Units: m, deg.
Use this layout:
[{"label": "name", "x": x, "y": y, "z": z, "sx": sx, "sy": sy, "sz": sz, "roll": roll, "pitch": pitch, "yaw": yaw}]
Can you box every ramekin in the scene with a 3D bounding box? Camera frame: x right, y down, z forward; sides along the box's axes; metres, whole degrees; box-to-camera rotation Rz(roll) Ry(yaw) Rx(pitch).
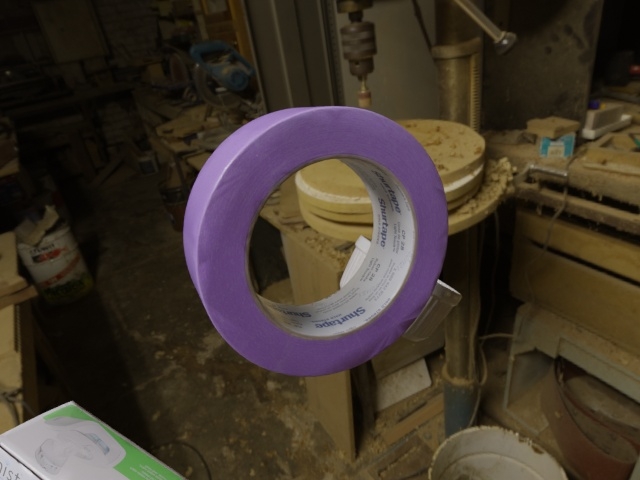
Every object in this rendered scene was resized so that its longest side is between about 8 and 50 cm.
[{"label": "ramekin", "x": 0.132, "y": 0.088, "z": 0.788, "sx": 0.207, "sy": 0.109, "sz": 0.207, "roll": 30, "pitch": 6, "yaw": -3}]

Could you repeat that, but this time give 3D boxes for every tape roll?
[{"label": "tape roll", "x": 0.000, "y": 0.000, "z": 0.474, "sx": 0.274, "sy": 0.275, "sz": 0.090, "roll": -20, "pitch": 21, "yaw": -18}]

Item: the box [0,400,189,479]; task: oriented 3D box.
[{"label": "box", "x": -0.307, "y": 0.386, "z": 0.569, "sx": 0.261, "sy": 0.231, "sz": 0.127, "roll": 24, "pitch": 10, "yaw": 15}]
